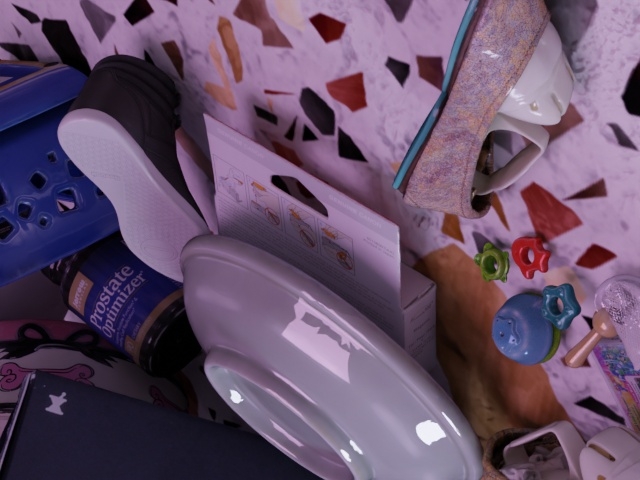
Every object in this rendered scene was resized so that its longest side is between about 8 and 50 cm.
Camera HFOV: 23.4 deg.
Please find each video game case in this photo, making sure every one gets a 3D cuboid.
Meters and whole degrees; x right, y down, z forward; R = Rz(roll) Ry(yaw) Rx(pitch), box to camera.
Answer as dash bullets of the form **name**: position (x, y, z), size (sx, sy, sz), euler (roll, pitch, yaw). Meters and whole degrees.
- **video game case**: position (0.322, 0.151, 1.369), size (0.143, 0.019, 0.157), euler (-7, 117, 56)

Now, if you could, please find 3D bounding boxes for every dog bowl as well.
- **dog bowl**: position (-0.359, 0.240, 2.061), size (0.408, 0.150, 0.408), euler (1, 151, 1)

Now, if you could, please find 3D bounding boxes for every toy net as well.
- **toy net**: position (0.233, 0.054, 1.373), size (0.232, 0.045, 0.122), euler (-3, 93, 51)

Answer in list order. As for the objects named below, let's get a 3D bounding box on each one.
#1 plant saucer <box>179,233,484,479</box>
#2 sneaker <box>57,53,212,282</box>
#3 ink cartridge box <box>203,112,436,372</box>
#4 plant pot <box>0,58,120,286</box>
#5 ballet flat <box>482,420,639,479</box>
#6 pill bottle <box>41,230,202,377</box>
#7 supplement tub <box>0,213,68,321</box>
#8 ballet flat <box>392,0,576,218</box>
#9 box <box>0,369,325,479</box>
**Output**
- **plant saucer**: position (-0.014, 0.160, 1.642), size (0.400, 0.100, 0.400), euler (35, 161, 14)
- **sneaker**: position (-0.176, -0.083, 1.709), size (0.105, 0.146, 0.295), euler (-7, 137, 25)
- **ink cartridge box**: position (0.000, 0.000, 1.606), size (0.275, 0.060, 0.239), euler (31, 143, 31)
- **plant pot**: position (-0.384, -0.093, 1.868), size (0.236, 0.236, 0.212), euler (11, 123, 48)
- **ballet flat**: position (0.254, 0.221, 1.418), size (0.123, 0.123, 0.348), euler (59, 157, -10)
- **pill bottle**: position (-0.245, 0.065, 1.937), size (0.219, 0.123, 0.122), euler (35, 145, 25)
- **supplement tub**: position (-0.521, 0.017, 2.177), size (0.338, 0.207, 0.207), euler (30, 143, 34)
- **ballet flat**: position (0.147, -0.118, 1.271), size (0.106, 0.107, 0.316), euler (27, 151, 4)
- **box**: position (-0.199, 0.427, 1.874), size (0.480, 0.297, 0.471), euler (18, 147, -11)
